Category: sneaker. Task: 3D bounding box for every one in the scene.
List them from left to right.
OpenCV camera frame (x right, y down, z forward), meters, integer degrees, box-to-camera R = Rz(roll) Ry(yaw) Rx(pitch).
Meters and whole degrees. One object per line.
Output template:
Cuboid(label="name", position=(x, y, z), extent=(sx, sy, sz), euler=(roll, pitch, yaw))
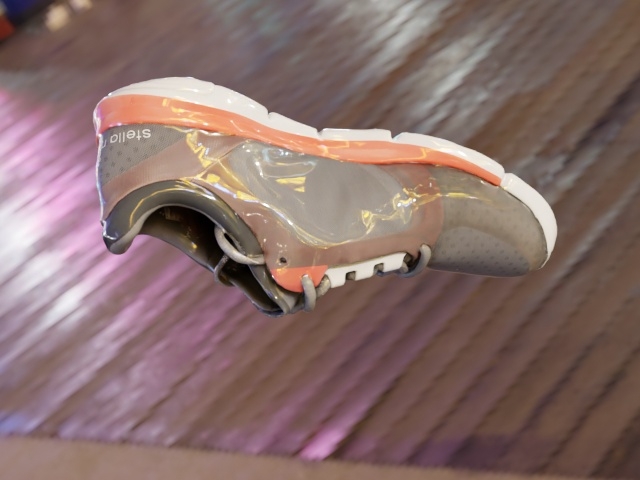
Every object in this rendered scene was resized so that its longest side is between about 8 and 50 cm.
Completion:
Cuboid(label="sneaker", position=(0.000, 0.000, 0.535), extent=(0.061, 0.157, 0.065), euler=(129, 150, -60))
